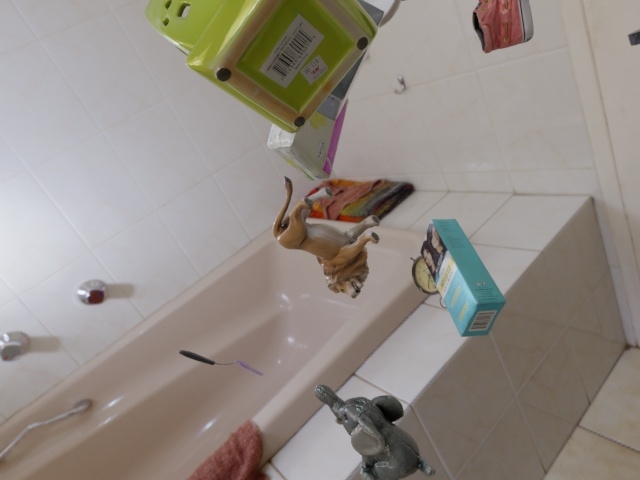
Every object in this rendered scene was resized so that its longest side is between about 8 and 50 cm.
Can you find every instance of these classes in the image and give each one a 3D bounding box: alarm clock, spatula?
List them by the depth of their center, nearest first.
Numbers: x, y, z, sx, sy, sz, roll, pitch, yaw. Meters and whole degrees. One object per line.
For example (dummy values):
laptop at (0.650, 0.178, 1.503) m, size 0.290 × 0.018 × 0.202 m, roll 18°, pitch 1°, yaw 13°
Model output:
alarm clock at (0.361, 0.122, 1.389) m, size 0.064 × 0.192 × 0.129 m, roll -8°, pitch -17°, yaw -36°
spatula at (-0.336, 0.414, 1.499) m, size 0.084 × 0.296 × 0.030 m, roll 130°, pitch 153°, yaw -77°

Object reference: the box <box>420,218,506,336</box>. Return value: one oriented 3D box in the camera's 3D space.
box at (0.280, 0.067, 0.900) m, size 0.060 × 0.101 × 0.244 m, roll -1°, pitch 40°, yaw -11°

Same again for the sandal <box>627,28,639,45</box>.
sandal at (0.593, -0.392, 0.676) m, size 0.254 × 0.054 × 0.097 m, roll -34°, pitch 8°, yaw 16°

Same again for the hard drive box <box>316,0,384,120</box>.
hard drive box at (0.039, -0.369, 0.926) m, size 0.181 × 0.089 × 0.232 m, roll -64°, pitch 3°, yaw 4°

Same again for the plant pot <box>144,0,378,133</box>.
plant pot at (-0.073, -0.300, 0.613) m, size 0.228 × 0.227 × 0.207 m, roll -46°, pitch 51°, yaw 18°

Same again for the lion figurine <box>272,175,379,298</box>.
lion figurine at (0.000, 0.000, 1.154) m, size 0.240 × 0.392 × 0.142 m, roll -40°, pitch 31°, yaw 33°

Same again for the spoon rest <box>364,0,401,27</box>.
spoon rest at (0.144, -0.573, 0.937) m, size 0.137 × 0.084 × 0.276 m, roll 23°, pitch 88°, yaw 50°

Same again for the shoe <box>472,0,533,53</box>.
shoe at (0.289, -0.406, 0.727) m, size 0.081 × 0.178 × 0.063 m, roll -16°, pitch 14°, yaw 12°

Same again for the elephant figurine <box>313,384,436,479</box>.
elephant figurine at (0.118, 0.438, 1.031) m, size 0.186 × 0.239 × 0.169 m, roll -25°, pitch 11°, yaw -1°

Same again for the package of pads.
package of pads at (-0.030, -0.353, 1.289) m, size 0.101 × 0.229 × 0.297 m, roll 4°, pitch 75°, yaw 32°
